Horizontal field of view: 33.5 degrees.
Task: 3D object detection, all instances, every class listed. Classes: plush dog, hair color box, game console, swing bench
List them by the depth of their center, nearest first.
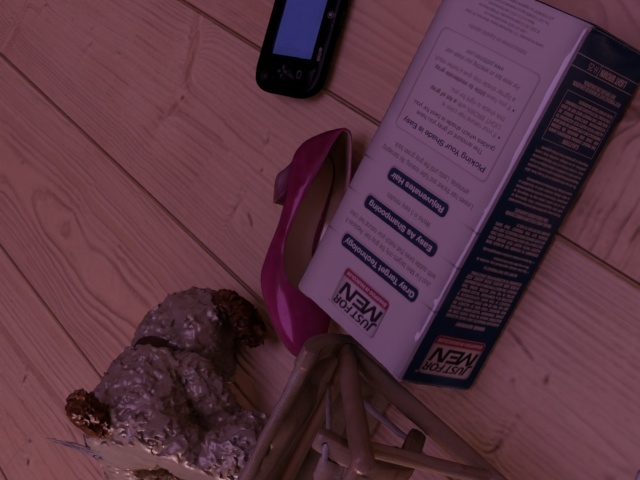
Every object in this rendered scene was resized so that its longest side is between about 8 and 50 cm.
[{"bbox_3d":[0.007,0.244,0.958,0.253,0.165,0.255,-64,27,13],"label":"swing bench"},{"bbox_3d":[0.133,-0.055,0.988,0.174,0.105,0.347,41,109,45],"label":"hair color box"},{"bbox_3d":[-0.174,0.153,1.221,0.262,0.210,0.225,-17,41,41],"label":"plush dog"},{"bbox_3d":[0.016,-0.340,1.235,0.213,0.044,0.361,18,93,48],"label":"game console"}]

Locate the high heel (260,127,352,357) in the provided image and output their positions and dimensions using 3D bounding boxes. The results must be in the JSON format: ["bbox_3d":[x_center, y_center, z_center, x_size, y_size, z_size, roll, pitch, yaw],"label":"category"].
[{"bbox_3d":[0.000,0.000,1.134,0.117,0.082,0.244,-37,42,46],"label":"high heel"}]

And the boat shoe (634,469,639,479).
[{"bbox_3d":[0.317,0.201,0.741,0.226,0.083,0.076,32,104,47],"label":"boat shoe"}]
